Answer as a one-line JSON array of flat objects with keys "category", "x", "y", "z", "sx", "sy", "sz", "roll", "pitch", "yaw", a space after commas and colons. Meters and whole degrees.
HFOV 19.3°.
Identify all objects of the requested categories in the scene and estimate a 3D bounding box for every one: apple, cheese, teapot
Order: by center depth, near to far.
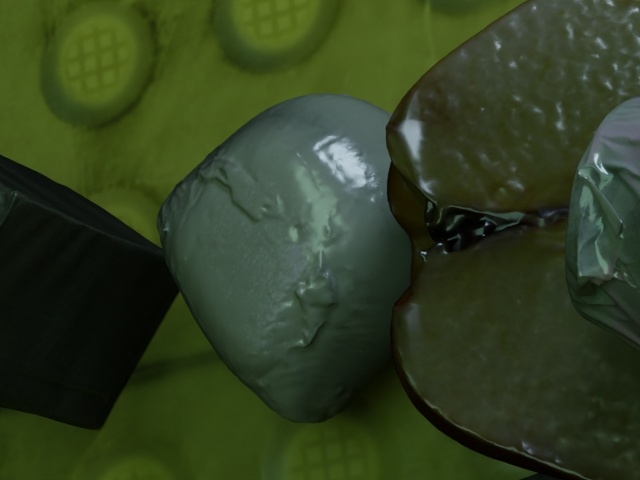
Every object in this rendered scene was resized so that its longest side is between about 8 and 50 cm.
[{"category": "teapot", "x": 0.219, "y": -0.027, "z": 0.928, "sx": 0.178, "sy": 0.163, "sz": 0.221, "roll": 14, "pitch": 63, "yaw": 28}, {"category": "apple", "x": 0.215, "y": -0.007, "z": 1.082, "sx": 0.365, "sy": 0.329, "sz": 0.295, "roll": -8, "pitch": 110, "yaw": 13}, {"category": "cheese", "x": 0.000, "y": 0.000, "z": 1.270, "sx": 0.189, "sy": 0.154, "sz": 0.198, "roll": -48, "pitch": 65, "yaw": 29}]

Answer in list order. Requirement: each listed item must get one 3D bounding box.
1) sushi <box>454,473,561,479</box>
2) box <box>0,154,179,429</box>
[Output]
[{"category": "sushi", "x": 0.131, "y": 0.328, "z": 1.108, "sx": 0.418, "sy": 0.176, "sz": 0.417, "roll": -7, "pitch": 74, "yaw": 25}, {"category": "box", "x": -0.234, "y": 0.026, "z": 1.339, "sx": 0.149, "sy": 0.231, "sz": 0.155, "roll": 31, "pitch": 93, "yaw": 29}]
